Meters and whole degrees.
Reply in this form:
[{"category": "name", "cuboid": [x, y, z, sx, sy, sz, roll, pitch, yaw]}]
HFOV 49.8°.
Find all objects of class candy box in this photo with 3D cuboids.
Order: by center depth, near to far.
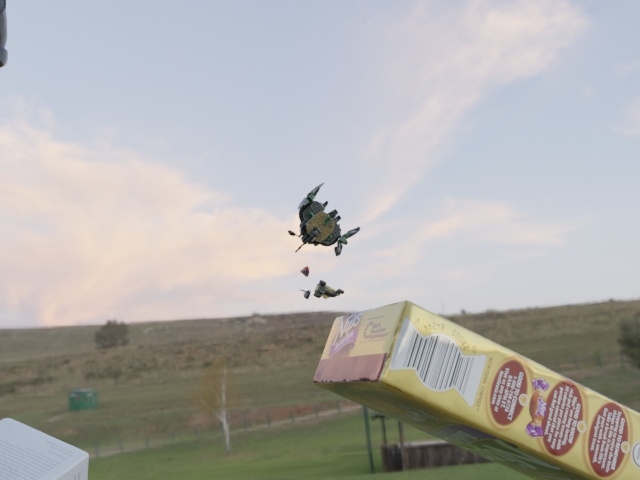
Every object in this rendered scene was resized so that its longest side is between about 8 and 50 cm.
[{"category": "candy box", "cuboid": [0.101, 0.102, 0.430, 0.187, 0.053, 0.109, 25, -18, -13]}]

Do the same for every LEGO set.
[{"category": "LEGO set", "cuboid": [-0.002, 0.001, 0.497, 0.054, 0.083, 0.023, 17, -3, -22]}]

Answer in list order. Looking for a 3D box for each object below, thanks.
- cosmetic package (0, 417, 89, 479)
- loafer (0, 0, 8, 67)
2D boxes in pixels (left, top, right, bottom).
[{"category": "cosmetic package", "cuboid": [-0.419, 0.353, 0.882, 0.152, 0.151, 0.184, 16, 18, 20]}, {"category": "loafer", "cuboid": [-0.316, -0.190, 0.486, 0.080, 0.078, 0.220, 15, 1, 21]}]
